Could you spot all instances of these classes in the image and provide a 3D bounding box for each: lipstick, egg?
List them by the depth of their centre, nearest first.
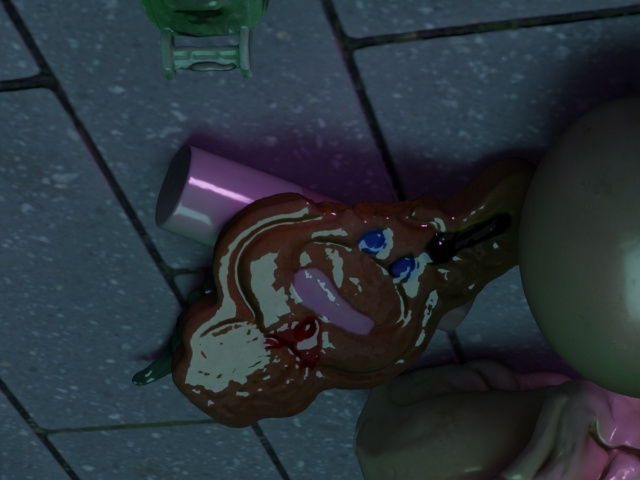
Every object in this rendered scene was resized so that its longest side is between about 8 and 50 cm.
[{"bbox_3d":[0.234,0.004,1.207,0.188,0.188,0.253,-3,138,12],"label":"egg"},{"bbox_3d":[0.000,0.000,1.334,0.254,0.070,0.070,20,142,-20],"label":"lipstick"}]

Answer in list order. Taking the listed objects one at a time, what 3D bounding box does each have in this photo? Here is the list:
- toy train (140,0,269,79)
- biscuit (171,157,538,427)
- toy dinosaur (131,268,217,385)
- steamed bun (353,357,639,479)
[{"bbox_3d":[-0.078,-0.180,1.086,0.099,0.081,0.149,1,145,8],"label":"toy train"},{"bbox_3d":[0.029,0.031,1.292,0.320,0.047,0.183,-21,124,0],"label":"biscuit"},{"bbox_3d":[-0.066,0.079,1.452,0.120,0.079,0.292,20,156,-13],"label":"toy dinosaur"},{"bbox_3d":[0.188,0.234,1.520,0.289,0.203,0.276,28,139,-27],"label":"steamed bun"}]
